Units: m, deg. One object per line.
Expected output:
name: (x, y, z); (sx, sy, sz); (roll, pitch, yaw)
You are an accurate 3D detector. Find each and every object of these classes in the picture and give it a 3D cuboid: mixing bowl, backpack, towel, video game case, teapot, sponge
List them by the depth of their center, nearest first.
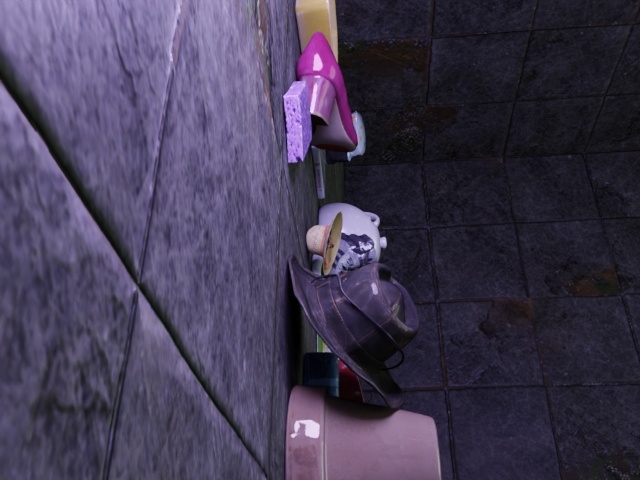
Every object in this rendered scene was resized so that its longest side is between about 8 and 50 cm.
sponge: (-0.041, -0.226, 1.234); (0.210, 0.031, 0.117); (-80, 167, -70)
towel: (0.002, 0.266, 1.249); (0.029, 0.067, 0.119); (85, 5, -53)
mixing bowl: (0.039, 0.339, 1.396); (0.181, 0.098, 0.181); (165, -90, -88)
video game case: (-0.004, -0.249, 1.817); (0.183, 0.023, 0.201); (83, 6, -47)
teapot: (0.094, 0.006, 1.890); (0.252, 0.187, 0.256); (75, 12, -73)
backpack: (0.068, -0.328, 2.070); (0.188, 0.144, 0.165); (-87, 169, -78)

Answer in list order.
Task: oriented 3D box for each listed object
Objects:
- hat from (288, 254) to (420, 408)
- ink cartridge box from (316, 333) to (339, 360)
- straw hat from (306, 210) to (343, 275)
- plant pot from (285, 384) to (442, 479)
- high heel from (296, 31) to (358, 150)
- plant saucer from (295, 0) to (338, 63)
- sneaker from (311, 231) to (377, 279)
hat: (0.080, 0.111, 1.106); (0.331, 0.134, 0.331); (49, 8, -9)
ink cartridge box: (0.026, 0.320, 1.665); (0.235, 0.056, 0.171); (77, 11, -79)
straw hat: (0.000, 0.000, 1.447); (0.144, 0.061, 0.144); (12, 90, -77)
plant pot: (0.071, 0.357, 1.049); (0.263, 0.229, 0.263); (-3, 90, -85)
high heel: (0.029, -0.319, 1.519); (0.377, 0.127, 0.181); (42, 56, -80)
plant saucer: (-0.006, -0.525, 1.581); (0.333, 0.081, 0.332); (82, 8, -54)
sneaker: (0.059, 0.060, 1.580); (0.268, 0.153, 0.101); (-87, 173, -53)
